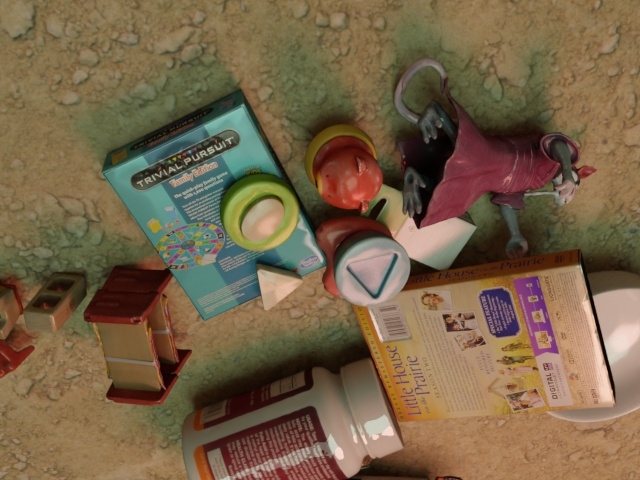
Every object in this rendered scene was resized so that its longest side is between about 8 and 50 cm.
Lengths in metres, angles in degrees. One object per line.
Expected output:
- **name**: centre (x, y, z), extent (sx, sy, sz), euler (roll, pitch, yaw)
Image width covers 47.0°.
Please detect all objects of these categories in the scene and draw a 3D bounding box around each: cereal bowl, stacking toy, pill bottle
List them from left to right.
- **pill bottle**: centre (-0.051, 0.382, 1.450), extent (0.392, 0.224, 0.224), euler (-20, 121, 5)
- **stacking toy**: centre (0.000, 0.000, 1.196), extent (0.280, 0.130, 0.309), euler (-22, 120, -4)
- **cereal bowl**: centre (0.547, 0.195, 1.471), extent (0.339, 0.141, 0.338), euler (-3, 120, -6)

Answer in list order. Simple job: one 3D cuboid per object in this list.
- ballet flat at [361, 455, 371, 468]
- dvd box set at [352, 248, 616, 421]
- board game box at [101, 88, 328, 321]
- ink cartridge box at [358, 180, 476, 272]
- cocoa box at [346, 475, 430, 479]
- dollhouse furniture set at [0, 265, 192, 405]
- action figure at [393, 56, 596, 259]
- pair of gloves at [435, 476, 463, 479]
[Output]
- **ballet flat**: centre (0.007, 0.478, 1.616), extent (0.206, 0.073, 0.067), euler (-11, 94, -4)
- **dvd box set**: centre (0.299, 0.191, 1.366), extent (0.421, 0.062, 0.307), euler (-12, 113, 25)
- **board game box**: centre (-0.168, -0.050, 1.261), extent (0.254, 0.079, 0.336), euler (-24, 120, 6)
- **ink cartridge box**: centre (0.163, -0.034, 1.328), extent (0.209, 0.062, 0.109), euler (22, 115, -19)
- **cocoa box**: centre (0.124, 0.657, 1.562), extent (0.347, 0.231, 0.227), euler (13, 100, -31)
- **dollhouse furniture set**: centre (-0.446, 0.160, 1.332), extent (0.374, 0.152, 0.201), euler (3, 122, 10)
- **action figure**: centre (0.300, -0.130, 1.259), extent (0.370, 0.275, 0.248), euler (-3, 152, -27)
- **pair of gloves**: centre (0.299, 0.591, 1.745), extent (0.074, 0.010, 0.083), euler (8, 116, -11)
